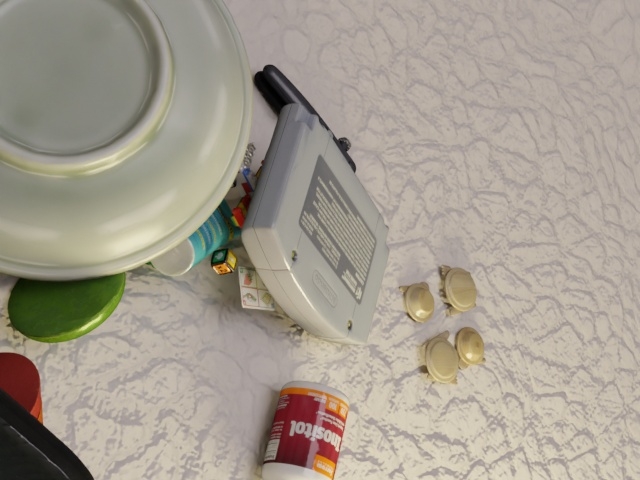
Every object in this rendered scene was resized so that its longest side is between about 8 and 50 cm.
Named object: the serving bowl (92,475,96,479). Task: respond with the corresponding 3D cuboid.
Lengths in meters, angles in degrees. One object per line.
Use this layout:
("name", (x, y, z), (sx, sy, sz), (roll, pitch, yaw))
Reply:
("serving bowl", (-0.264, 0.274, 1.114), (0.083, 0.027, 0.083), (12, 71, -37))

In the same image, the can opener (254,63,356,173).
("can opener", (-0.019, -0.150, 1.414), (0.073, 0.059, 0.186), (-44, 106, -39))

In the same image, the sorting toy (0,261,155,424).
("sorting toy", (-0.257, 0.106, 1.142), (0.365, 0.127, 0.126), (-61, 145, -36))

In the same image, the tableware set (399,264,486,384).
("tableware set", (0.180, 0.118, 1.529), (0.141, 0.020, 0.168), (-8, 82, -42))

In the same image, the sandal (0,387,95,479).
("sandal", (-0.381, 0.134, 0.914), (0.446, 0.167, 0.107), (38, 18, -9))

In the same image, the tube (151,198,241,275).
("tube", (-0.138, -0.014, 1.247), (0.080, 0.052, 0.207), (65, 17, -10))

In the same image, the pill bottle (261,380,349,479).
("pill bottle", (-0.021, 0.249, 1.283), (0.086, 0.086, 0.152), (29, 61, -30))

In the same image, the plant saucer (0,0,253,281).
("plant saucer", (-0.260, -0.162, 1.088), (0.400, 0.100, 0.400), (2, 78, -11))

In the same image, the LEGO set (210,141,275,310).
("LEGO set", (-0.052, -0.007, 1.296), (0.244, 0.060, 0.182), (14, 67, -61))

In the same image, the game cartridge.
("game cartridge", (0.000, 0.000, 1.318), (0.297, 0.062, 0.198), (54, 49, -50))
